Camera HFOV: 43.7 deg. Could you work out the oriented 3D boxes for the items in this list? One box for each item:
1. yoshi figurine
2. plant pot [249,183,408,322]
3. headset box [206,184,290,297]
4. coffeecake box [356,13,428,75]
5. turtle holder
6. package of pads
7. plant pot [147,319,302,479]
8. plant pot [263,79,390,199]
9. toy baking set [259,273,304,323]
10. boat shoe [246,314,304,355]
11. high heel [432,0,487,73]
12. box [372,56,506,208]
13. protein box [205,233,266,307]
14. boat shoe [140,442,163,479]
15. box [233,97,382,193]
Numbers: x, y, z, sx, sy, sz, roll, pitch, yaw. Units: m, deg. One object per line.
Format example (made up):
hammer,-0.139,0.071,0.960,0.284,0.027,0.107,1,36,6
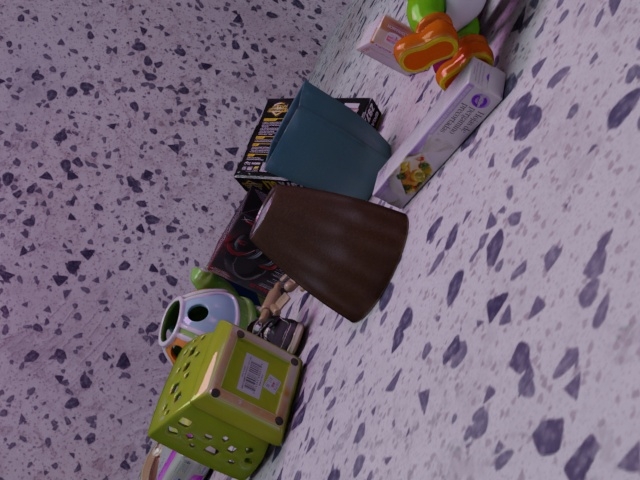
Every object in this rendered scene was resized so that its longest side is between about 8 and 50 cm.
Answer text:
yoshi figurine,0.159,-0.417,1.343,0.203,0.203,0.362,91,173,-63
plant pot,0.000,0.000,1.402,0.215,0.230,0.215,-60,12,21
headset box,-0.149,0.024,2.081,0.293,0.218,0.110,-52,16,45
coffeecake box,0.174,-0.441,1.821,0.068,0.142,0.185,-64,11,3
turtle holder,-0.280,0.214,2.067,0.243,0.227,0.320,-15,55,58
package of pads,-0.349,0.540,2.112,0.229,0.101,0.296,-60,16,30
plant pot,-0.172,0.302,1.566,0.207,0.227,0.228,-45,21,44
plant pot,0.025,-0.196,1.720,0.165,0.234,0.165,-57,12,28
toy baking set,-0.047,0.090,1.781,0.197,0.030,0.256,-35,15,19
boat shoe,-0.110,0.214,1.791,0.103,0.092,0.285,-66,11,-9
high heel,0.255,-0.472,1.585,0.377,0.127,0.181,-74,8,-58
box,0.190,-0.168,1.335,0.324,0.063,0.067,-51,18,50
protein box,-0.225,0.096,2.318,0.136,0.200,0.201,-63,11,5
boat shoe,-0.427,0.606,2.317,0.110,0.122,0.341,-57,11,35
box,-0.035,-0.237,2.009,0.322,0.079,0.257,5,61,32
